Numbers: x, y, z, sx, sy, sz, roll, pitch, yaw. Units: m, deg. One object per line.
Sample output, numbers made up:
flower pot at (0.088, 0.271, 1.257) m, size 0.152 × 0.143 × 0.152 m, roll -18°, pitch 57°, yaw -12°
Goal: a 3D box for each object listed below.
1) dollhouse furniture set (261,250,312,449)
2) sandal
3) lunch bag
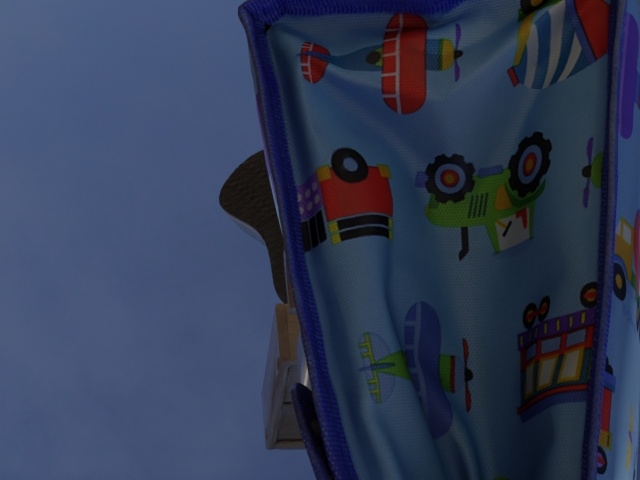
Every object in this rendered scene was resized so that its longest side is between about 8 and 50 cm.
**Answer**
dollhouse furniture set at (0.069, 0.194, 0.744) m, size 0.174 × 0.303 × 0.355 m, roll 0°, pitch -132°, yaw -9°
sandal at (0.000, -0.001, 0.993) m, size 0.097 × 0.054 × 0.254 m, roll -40°, pitch -147°, yaw 2°
lunch bag at (0.066, 0.082, 0.474) m, size 0.138 × 0.221 × 0.293 m, roll -8°, pitch -115°, yaw 9°
